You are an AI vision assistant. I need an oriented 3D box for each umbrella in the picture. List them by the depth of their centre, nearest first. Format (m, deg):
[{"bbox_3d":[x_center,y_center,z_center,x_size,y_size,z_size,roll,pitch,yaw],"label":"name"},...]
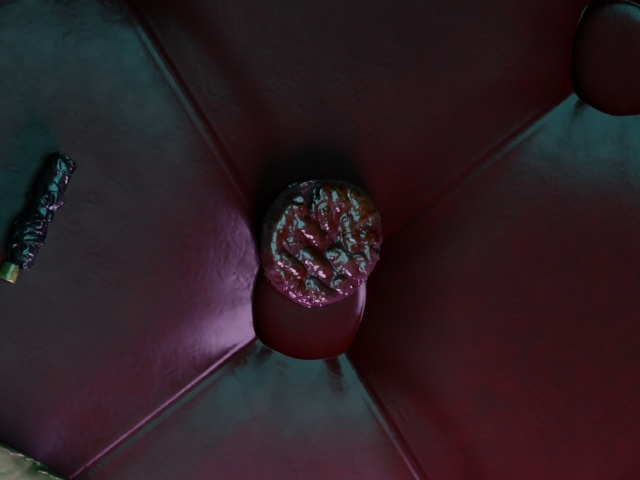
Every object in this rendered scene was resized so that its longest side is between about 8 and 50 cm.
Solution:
[{"bbox_3d":[-0.293,-0.023,1.856,0.037,0.040,0.144,29,81,-37],"label":"umbrella"}]

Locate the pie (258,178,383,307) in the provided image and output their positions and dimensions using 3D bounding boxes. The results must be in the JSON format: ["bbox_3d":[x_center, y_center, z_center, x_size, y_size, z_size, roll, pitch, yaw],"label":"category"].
[{"bbox_3d":[0.000,0.000,2.002,0.154,0.036,0.154,-1,93,-27],"label":"pie"}]

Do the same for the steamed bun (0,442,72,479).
[{"bbox_3d":[-0.323,0.330,1.823,0.231,0.110,0.212,37,60,-20],"label":"steamed bun"}]
